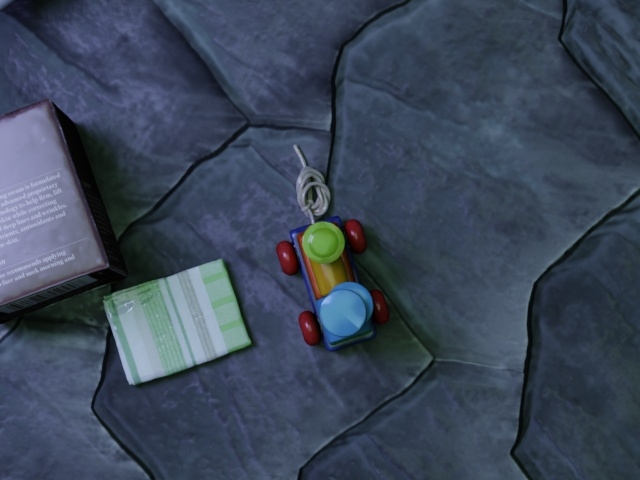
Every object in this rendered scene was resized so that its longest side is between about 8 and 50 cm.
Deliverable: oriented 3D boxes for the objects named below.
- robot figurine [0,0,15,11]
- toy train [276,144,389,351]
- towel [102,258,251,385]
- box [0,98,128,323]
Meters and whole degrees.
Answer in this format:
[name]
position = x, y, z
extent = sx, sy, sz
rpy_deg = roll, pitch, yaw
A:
[robot figurine]
position = -0.425, -0.399, 1.852
extent = 0.353, 0.200, 0.300
rpy_deg = -37, 80, -2
[toy train]
position = 0.000, 0.000, 1.840
extent = 0.105, 0.143, 0.248
rpy_deg = -17, 85, -1
[towel]
position = -0.169, 0.096, 1.898
extent = 0.152, 0.023, 0.113
rpy_deg = -18, 87, -3
[box]
position = -0.336, -0.028, 1.835
extent = 0.168, 0.167, 0.203
rpy_deg = -20, 85, 0
